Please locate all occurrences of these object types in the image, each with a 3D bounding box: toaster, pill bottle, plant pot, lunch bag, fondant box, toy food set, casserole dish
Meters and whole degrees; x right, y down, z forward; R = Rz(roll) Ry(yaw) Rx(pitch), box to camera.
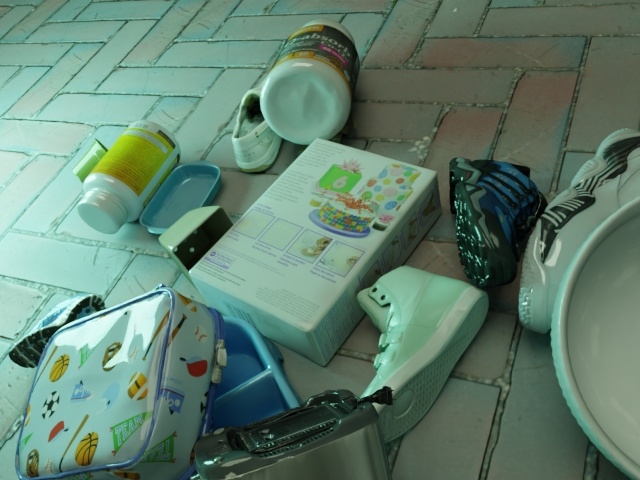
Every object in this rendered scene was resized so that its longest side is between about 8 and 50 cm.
[{"bbox_3d":[-0.013,0.253,0.682,0.227,0.146,0.129,-16,4,-18],"label":"toaster"},{"bbox_3d":[-0.358,-0.117,1.219,0.117,0.117,0.214,6,50,24],"label":"pill bottle"},{"bbox_3d":[-0.197,0.008,1.060,0.096,0.109,0.109,18,56,46],"label":"plant pot"},{"bbox_3d":[-0.247,0.187,0.821,0.304,0.115,0.243,-19,52,33],"label":"lunch bag"},{"bbox_3d":[0.000,0.000,1.000,0.238,0.096,0.330,22,59,34],"label":"fondant box"},{"bbox_3d":[0.012,-0.202,1.240,0.122,0.019,0.077,-19,44,13],"label":"toy food set"},{"bbox_3d":[-0.250,-0.072,1.196,0.114,0.037,0.188,6,50,24],"label":"casserole dish"},{"bbox_3d":[-0.011,-0.310,1.231,0.162,0.162,0.278,-7,35,14],"label":"pill bottle"},{"bbox_3d":[-0.454,-0.149,1.319,0.079,0.083,0.083,-42,48,-5],"label":"plant pot"}]

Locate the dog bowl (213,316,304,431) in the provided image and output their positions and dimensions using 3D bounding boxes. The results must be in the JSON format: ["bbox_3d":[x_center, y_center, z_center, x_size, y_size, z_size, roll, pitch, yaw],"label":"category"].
[{"bbox_3d":[-0.107,0.216,0.850,0.166,0.074,0.297,-29,45,-8],"label":"dog bowl"}]

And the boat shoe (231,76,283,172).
[{"bbox_3d":[-0.109,-0.256,1.277,0.098,0.096,0.277,-5,46,17],"label":"boat shoe"}]

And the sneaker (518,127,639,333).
[{"bbox_3d":[0.410,-0.003,0.827,0.210,0.137,0.366,21,55,37],"label":"sneaker"}]

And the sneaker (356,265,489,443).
[{"bbox_3d":[0.088,0.139,0.844,0.151,0.094,0.256,23,57,38],"label":"sneaker"}]

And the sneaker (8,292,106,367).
[{"bbox_3d":[-0.424,0.142,1.054,0.162,0.063,0.073,-37,30,-22],"label":"sneaker"}]

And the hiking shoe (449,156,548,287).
[{"bbox_3d":[0.252,-0.044,0.905,0.132,0.113,0.304,-4,31,8],"label":"hiking shoe"}]

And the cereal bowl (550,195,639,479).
[{"bbox_3d":[0.410,0.109,0.681,0.339,0.141,0.338,-2,76,8],"label":"cereal bowl"}]
